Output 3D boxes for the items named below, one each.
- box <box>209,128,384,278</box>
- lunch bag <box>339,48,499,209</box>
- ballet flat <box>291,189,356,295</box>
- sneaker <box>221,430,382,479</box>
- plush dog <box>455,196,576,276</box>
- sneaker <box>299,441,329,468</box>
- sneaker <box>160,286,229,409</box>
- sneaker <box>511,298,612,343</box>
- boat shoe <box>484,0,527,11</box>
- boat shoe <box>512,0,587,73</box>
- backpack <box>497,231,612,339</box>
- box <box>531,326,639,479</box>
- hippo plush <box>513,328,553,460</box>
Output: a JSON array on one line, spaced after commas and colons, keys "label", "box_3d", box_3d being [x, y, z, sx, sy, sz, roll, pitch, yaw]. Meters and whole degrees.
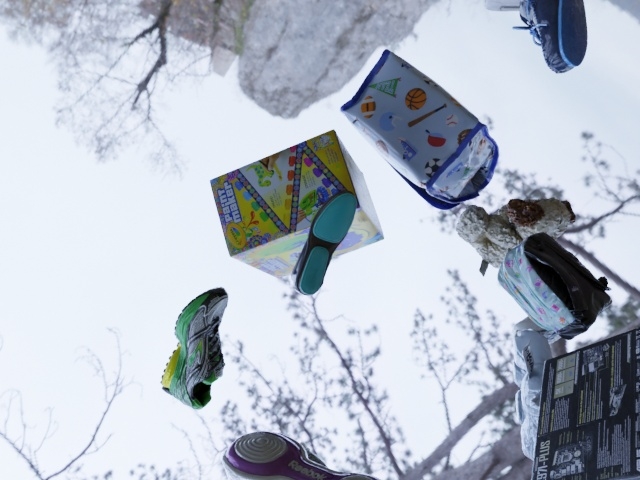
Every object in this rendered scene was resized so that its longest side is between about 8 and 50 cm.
[{"label": "box", "box_3d": [-0.039, -0.064, 1.344, 0.290, 0.279, 0.177, 37, -145, -70]}, {"label": "lunch bag", "box_3d": [0.273, -0.259, 1.597, 0.328, 0.239, 0.385, 47, -164, 20]}, {"label": "ballet flat", "box_3d": [0.000, 0.000, 1.119, 0.074, 0.203, 0.074, 23, -177, -1]}, {"label": "sneaker", "box_3d": [0.004, 0.336, 0.722, 0.114, 0.152, 0.305, -18, -158, -38]}, {"label": "plush dog", "box_3d": [0.501, -0.025, 1.525, 0.262, 0.225, 0.211, -6, -114, -36]}, {"label": "sneaker", "box_3d": [-0.039, 0.391, 0.921, 0.074, 0.171, 0.063, 24, 176, 22]}, {"label": "sneaker", "box_3d": [-0.288, 0.273, 1.587, 0.146, 0.344, 0.134, 28, -158, 26]}, {"label": "sneaker", "box_3d": [0.530, 0.157, 1.424, 0.297, 0.111, 0.129, -17, -117, -34]}, {"label": "boat shoe", "box_3d": [0.455, -0.518, 1.297, 0.258, 0.084, 0.095, -5, -128, -17]}, {"label": "boat shoe", "box_3d": [0.359, -0.357, 0.974, 0.109, 0.089, 0.258, 36, -128, -35]}, {"label": "backpack", "box_3d": [0.411, 0.078, 1.114, 0.182, 0.115, 0.152, 47, -139, 11]}, {"label": "box", "box_3d": [0.319, 0.203, 0.679, 0.077, 0.147, 0.180, 37, -132, -14]}, {"label": "hippo plush", "box_3d": [0.496, 0.272, 1.172, 0.236, 0.294, 0.234, -4, -132, 12]}]
